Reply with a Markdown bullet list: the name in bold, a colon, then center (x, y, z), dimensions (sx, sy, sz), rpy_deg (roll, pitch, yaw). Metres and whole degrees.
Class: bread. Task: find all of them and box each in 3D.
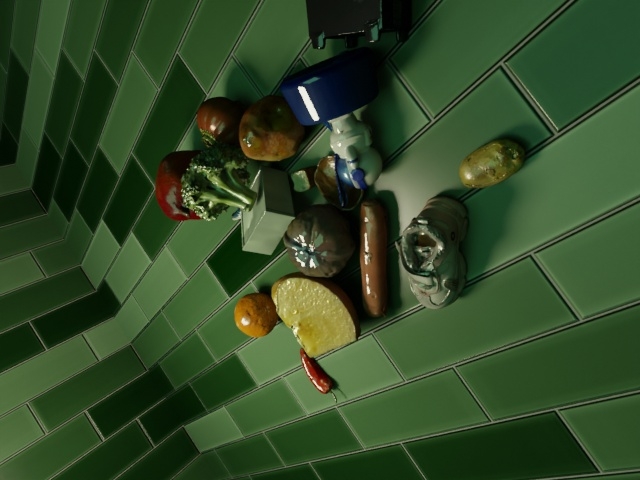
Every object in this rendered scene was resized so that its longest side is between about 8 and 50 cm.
- **bread**: center (-0.052, -0.213, 1.537), dimensions (0.083, 0.070, 0.076), rpy_deg (-7, 105, 43)

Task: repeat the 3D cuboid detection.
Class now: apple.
- **apple**: center (-0.023, 0.243, 1.594), dimensions (0.309, 0.252, 0.314), rpy_deg (61, 159, -5)

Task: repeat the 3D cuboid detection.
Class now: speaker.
- **speaker**: center (0.093, -0.637, 1.140), dimensions (0.232, 0.184, 0.253), rpy_deg (11, 115, 36)

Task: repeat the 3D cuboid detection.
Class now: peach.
- **peach**: center (-0.164, -0.354, 1.455), dimensions (0.214, 0.235, 0.214), rpy_deg (24, 134, 27)

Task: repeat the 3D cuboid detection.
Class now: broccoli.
- **broccoli**: center (-0.349, -0.204, 1.538), dimensions (0.288, 0.260, 0.235), rpy_deg (113, 158, -69)

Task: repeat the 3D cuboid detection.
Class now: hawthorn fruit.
- **hawthorn fruit**: center (-0.518, -0.214, 1.764), dimensions (0.295, 0.311, 0.295), rpy_deg (24, 144, 19)

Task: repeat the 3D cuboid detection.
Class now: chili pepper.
- **chili pepper**: center (-0.014, 0.578, 1.890), dimensions (0.272, 0.071, 0.063), rpy_deg (51, 172, 16)

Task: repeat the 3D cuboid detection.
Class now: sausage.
- **sausage**: center (0.177, 0.066, 1.465), dimensions (0.094, 0.094, 0.418), rpy_deg (-4, 112, -1)

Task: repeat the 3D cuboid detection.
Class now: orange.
- **orange**: center (-0.276, 0.320, 1.898), dimensions (0.193, 0.193, 0.161), rpy_deg (52, 137, 8)

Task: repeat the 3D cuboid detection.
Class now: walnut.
- **walnut**: center (0.002, 0.000, 1.489), dimensions (0.248, 0.248, 0.248), rpy_deg (18, 121, 33)

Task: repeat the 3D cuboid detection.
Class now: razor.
- **razor**: center (0.046, -0.263, 1.411), dimensions (0.093, 0.056, 0.324), rpy_deg (155, 99, -84)

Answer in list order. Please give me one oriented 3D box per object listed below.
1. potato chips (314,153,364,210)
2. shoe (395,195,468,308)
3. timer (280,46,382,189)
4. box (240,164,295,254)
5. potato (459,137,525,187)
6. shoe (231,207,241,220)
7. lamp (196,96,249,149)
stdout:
- **potato chips**: center (0.065, -0.192, 1.460), dimensions (0.202, 0.049, 0.150), rpy_deg (39, 109, 18)
- **shoe**: center (0.308, 0.058, 1.282), dimensions (0.172, 0.198, 0.350), rpy_deg (13, 117, 37)
- **timer**: center (0.073, -0.325, 1.284), dimensions (0.270, 0.270, 0.383), rpy_deg (-1, 122, 40)
- **box**: center (-0.194, -0.108, 1.607), dimensions (0.225, 0.118, 0.225), rpy_deg (-53, 36, 41)
- **potato**: center (0.437, -0.196, 1.137), dimensions (0.171, 0.080, 0.107), rpy_deg (-21, 84, 45)
- **shoe**: center (-0.319, -0.129, 1.804), dimensions (0.143, 0.064, 0.071), rpy_deg (-31, 90, 41)
- **lamp**: center (-0.339, -0.412, 1.595), dimensions (0.223, 0.196, 0.223), rpy_deg (36, 167, 10)
